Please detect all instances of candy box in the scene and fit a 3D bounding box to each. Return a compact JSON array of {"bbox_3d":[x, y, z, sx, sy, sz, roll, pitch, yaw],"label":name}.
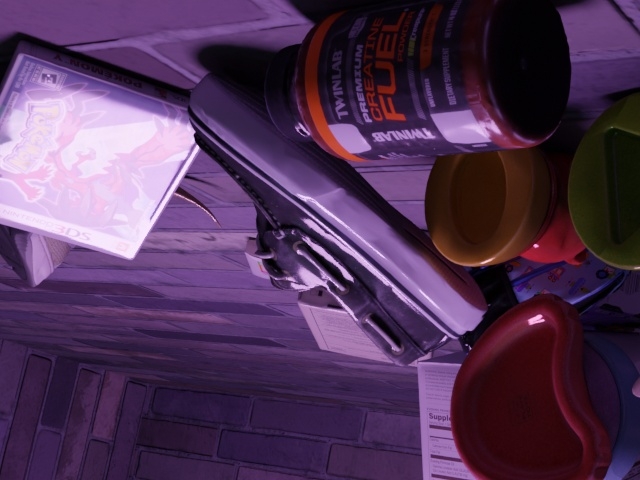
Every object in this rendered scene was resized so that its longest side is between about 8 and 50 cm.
[{"bbox_3d":[0.374,0.076,1.339,0.196,0.070,0.165,13,166,-7],"label":"candy box"}]

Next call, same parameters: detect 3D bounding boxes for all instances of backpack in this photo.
[{"bbox_3d":[0.210,0.028,1.142,0.173,0.117,0.158,-30,178,27],"label":"backpack"}]

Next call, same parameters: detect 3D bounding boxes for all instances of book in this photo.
[{"bbox_3d":[-0.049,0.033,1.591,0.096,0.035,0.144,14,168,5],"label":"book"}]

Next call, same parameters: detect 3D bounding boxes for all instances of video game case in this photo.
[{"bbox_3d":[-0.217,-0.073,1.074,0.183,0.023,0.201,17,131,-24],"label":"video game case"}]

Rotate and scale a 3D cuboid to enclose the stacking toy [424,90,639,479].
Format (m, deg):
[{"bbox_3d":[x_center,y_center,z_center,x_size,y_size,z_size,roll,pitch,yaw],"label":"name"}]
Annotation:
[{"bbox_3d":[0.228,0.042,0.913,0.130,0.308,0.279,12,158,-39],"label":"stacking toy"}]

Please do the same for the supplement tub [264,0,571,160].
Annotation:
[{"bbox_3d":[0.056,-0.105,0.779,0.198,0.106,0.106,-2,161,42],"label":"supplement tub"}]

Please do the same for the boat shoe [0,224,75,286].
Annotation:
[{"bbox_3d":[-0.293,-0.055,1.239,0.118,0.103,0.320,46,155,13],"label":"boat shoe"}]

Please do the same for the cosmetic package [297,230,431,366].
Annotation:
[{"bbox_3d":[0.071,0.072,1.476,0.160,0.113,0.309,9,167,6],"label":"cosmetic package"}]

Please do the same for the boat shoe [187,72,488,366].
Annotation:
[{"bbox_3d":[0.000,0.000,1.008,0.335,0.119,0.121,41,-167,-21],"label":"boat shoe"}]

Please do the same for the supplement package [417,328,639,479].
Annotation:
[{"bbox_3d":[0.259,0.180,1.226,0.204,0.145,0.262,0,-177,42],"label":"supplement package"}]

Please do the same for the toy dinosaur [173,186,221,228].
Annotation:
[{"bbox_3d":[-0.187,-0.065,1.285,0.183,0.053,0.092,19,-179,-4],"label":"toy dinosaur"}]
